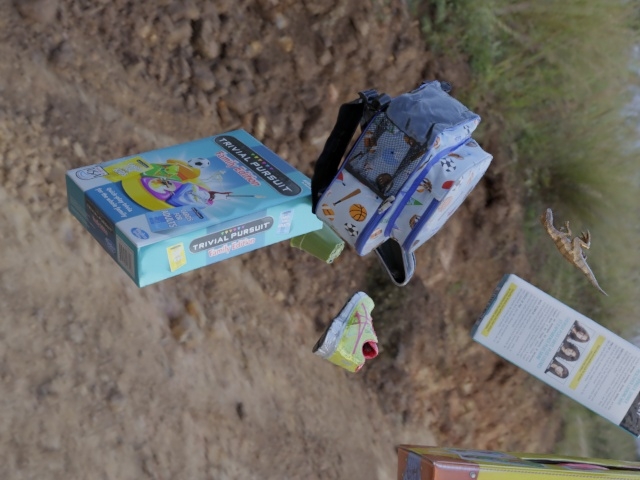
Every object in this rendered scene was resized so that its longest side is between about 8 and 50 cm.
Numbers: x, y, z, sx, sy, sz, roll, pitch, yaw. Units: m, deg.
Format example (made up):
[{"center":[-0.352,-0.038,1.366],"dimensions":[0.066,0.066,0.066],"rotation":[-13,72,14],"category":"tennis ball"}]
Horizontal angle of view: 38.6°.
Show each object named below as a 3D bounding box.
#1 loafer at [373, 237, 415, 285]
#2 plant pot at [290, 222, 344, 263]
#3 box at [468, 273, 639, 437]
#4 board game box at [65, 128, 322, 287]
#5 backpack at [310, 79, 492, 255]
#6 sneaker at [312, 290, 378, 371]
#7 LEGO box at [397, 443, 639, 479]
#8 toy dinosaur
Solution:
[{"center":[0.127,-0.030,1.870],"dimensions":[0.268,0.096,0.084],"rotation":[63,13,-15],"category":"loafer"},{"center":[0.000,0.000,1.693],"dimensions":[0.079,0.083,0.083],"rotation":[37,-1,17],"category":"plant pot"},{"center":[0.324,0.146,1.182],"dimensions":[0.244,0.101,0.060],"rotation":[31,1,4],"category":"box"},{"center":[-0.202,-0.066,1.478],"dimensions":[0.254,0.336,0.079],"rotation":[39,-44,40],"category":"board game box"},{"center":[0.123,-0.100,1.428],"dimensions":[0.213,0.263,0.276],"rotation":[50,32,12],"category":"backpack"},{"center":[0.059,0.161,1.540],"dimensions":[0.094,0.081,0.208],"rotation":[34,30,4],"category":"sneaker"},{"center":[0.351,0.490,1.238],"dimensions":[0.193,0.500,0.373],"rotation":[150,-55,-78],"category":"LEGO box"},{"center":[0.512,0.031,1.835],"dimensions":[0.112,0.064,0.211],"rotation":[-18,65,-47],"category":"toy dinosaur"}]
